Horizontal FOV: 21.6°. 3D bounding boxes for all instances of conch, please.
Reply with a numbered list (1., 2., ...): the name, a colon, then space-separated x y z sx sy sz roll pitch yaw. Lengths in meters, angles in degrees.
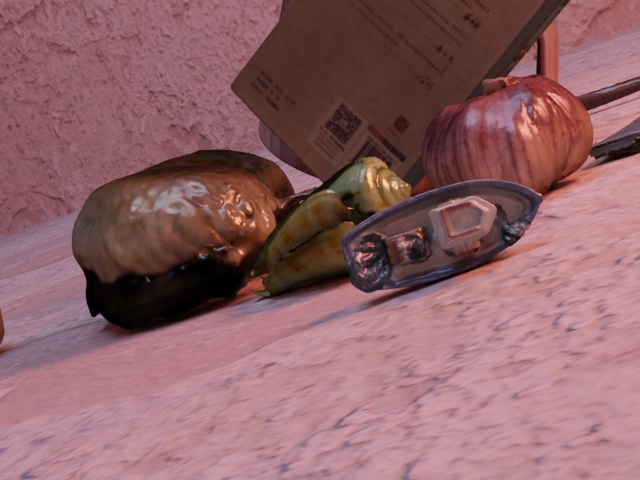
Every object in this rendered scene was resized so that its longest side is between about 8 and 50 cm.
1. conch: 0.000 0.000 1.309 0.170 0.079 0.106 -34 -8 30

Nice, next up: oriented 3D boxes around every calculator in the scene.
1. calculator: 0.287 -0.100 1.483 0.057 0.018 0.172 -15 8 29

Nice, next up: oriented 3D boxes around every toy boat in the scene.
1. toy boat: 0.082 -0.006 1.121 0.140 0.059 0.066 -19 -7 -1

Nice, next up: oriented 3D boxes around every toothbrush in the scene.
1. toothbrush: 0.297 -0.154 1.877 0.297 0.030 0.030 -17 17 17

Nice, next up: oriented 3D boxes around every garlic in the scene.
1. garlic: 0.153 -0.085 1.397 0.147 0.102 0.159 -19 6 22

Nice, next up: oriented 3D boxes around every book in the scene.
1. book: 0.067 -0.179 1.502 0.282 0.215 0.025 -49 -22 16

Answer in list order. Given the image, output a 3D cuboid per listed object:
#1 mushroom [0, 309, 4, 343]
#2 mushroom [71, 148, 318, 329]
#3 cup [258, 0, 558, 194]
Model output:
1. mushroom: -0.444 0.056 1.644 0.254 0.189 0.195 -18 3 44
2. mushroom: -0.110 -0.020 1.534 0.247 0.130 0.344 -23 6 14
3. cup: 0.094 -0.198 1.674 0.288 0.273 0.208 12 23 -9
